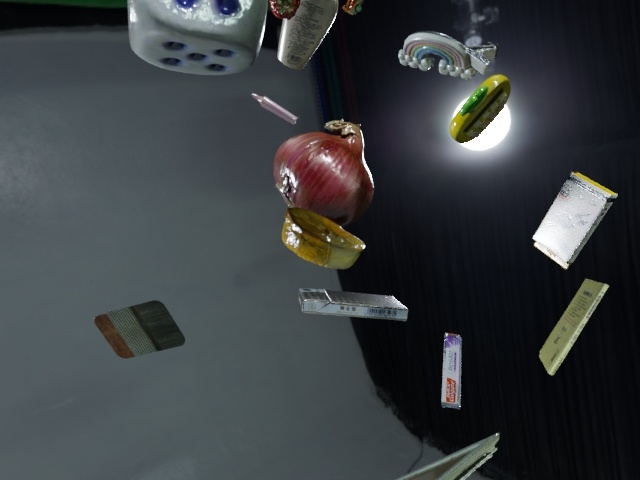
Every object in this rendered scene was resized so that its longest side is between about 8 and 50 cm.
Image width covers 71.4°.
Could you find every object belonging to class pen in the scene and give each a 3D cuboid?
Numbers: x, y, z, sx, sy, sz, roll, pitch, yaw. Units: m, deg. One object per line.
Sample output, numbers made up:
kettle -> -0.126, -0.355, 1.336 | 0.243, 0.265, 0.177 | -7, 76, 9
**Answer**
pen -> -0.177, -0.506, 1.700 | 0.197, 0.032, 0.053 | 30, -5, -6

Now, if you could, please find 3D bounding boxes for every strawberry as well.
strawberry -> -0.085, -0.548, 1.022 | 0.074, 0.073, 0.083 | -13, 38, -19

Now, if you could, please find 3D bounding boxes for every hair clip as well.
hair clip -> 0.275, -0.420, 0.992 | 0.220, 0.054, 0.140 | 20, -2, 19

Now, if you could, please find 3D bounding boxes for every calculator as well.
calculator -> 0.320, -0.260, 0.894 | 0.146, 0.032, 0.235 | -50, -20, 19

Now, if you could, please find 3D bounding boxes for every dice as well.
dice -> -0.192, -0.374, 0.682 | 0.194, 0.193, 0.192 | 1, 1, -21

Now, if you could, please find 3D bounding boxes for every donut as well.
donut -> -0.001, 0.001, 0.960 | 0.190, 0.074, 0.174 | 31, 14, 20

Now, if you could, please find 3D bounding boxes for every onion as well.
onion -> 0.005, -0.185, 1.414 | 0.355, 0.352, 0.353 | -10, 10, 2

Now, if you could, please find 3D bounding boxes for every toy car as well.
toy car -> 0.110, -0.701, 1.257 | 0.035, 0.121, 0.059 | 7, 38, -31

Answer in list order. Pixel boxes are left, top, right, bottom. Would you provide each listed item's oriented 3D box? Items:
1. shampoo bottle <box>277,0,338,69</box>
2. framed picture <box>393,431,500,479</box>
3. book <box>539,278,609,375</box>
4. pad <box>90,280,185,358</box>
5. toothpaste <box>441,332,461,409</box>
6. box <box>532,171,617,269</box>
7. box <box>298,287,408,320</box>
shampoo bottle -> -0.032, -0.572, 1.143 | 0.127, 0.256, 0.078 | 21, 45, -13
framed picture -> 0.047, 0.311, 0.488 | 0.231, 0.018, 0.293 | -19, -28, -31
book -> 0.489, 0.163, 0.872 | 0.013, 0.192, 0.168 | 30, 9, 19
pad -> -0.556, 0.206, 1.236 | 0.250, 0.323, 0.055 | -16, 41, 18
toothpaste -> 0.346, 0.339, 1.171 | 0.047, 0.040, 0.196 | 1, 49, 18
box -> 0.683, -0.051, 1.222 | 0.033, 0.247, 0.129 | -4, 36, -29
box -> 0.096, 0.202, 1.425 | 0.326, 0.047, 0.180 | 6, 5, -7
